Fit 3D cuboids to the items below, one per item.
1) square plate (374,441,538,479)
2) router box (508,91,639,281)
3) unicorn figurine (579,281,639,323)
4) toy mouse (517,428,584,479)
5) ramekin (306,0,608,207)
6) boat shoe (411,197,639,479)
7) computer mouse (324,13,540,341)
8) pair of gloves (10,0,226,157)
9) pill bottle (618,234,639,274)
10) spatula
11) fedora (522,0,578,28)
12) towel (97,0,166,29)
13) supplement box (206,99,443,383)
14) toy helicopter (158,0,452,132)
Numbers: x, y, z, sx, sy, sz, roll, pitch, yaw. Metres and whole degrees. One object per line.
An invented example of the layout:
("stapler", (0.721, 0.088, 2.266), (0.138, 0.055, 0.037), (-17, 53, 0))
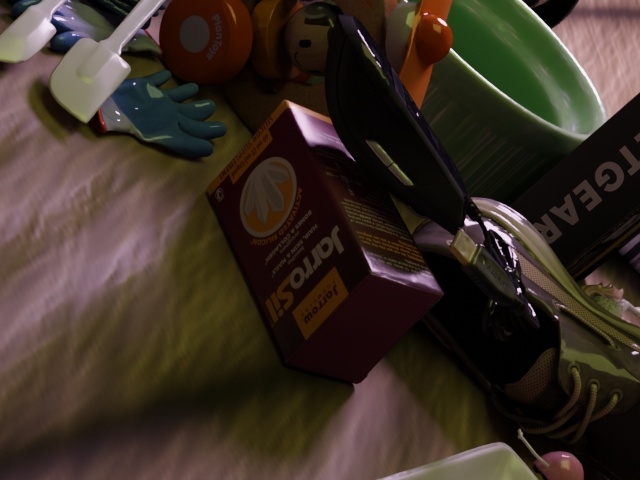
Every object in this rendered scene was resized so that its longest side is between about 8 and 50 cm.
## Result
("square plate", (0.137, 0.294, 1.077), (0.347, 0.049, 0.344), (52, 26, 19))
("router box", (0.297, -0.067, 1.583), (0.081, 0.309, 0.243), (52, 25, 10))
("unicorn figurine", (0.294, 0.098, 1.628), (0.111, 0.060, 0.162), (17, 19, -43))
("toy mouse", (0.207, 0.205, 1.274), (0.161, 0.031, 0.143), (50, 0, 18))
("ramekin", (0.119, -0.155, 1.651), (0.303, 0.148, 0.303), (33, 26, -19))
("boat shoe", (0.195, 0.115, 1.388), (0.355, 0.132, 0.130), (41, 33, 17))
("computer mouse", (0.070, -0.035, 1.244), (0.262, 0.060, 0.184), (54, 11, -20))
("pair of gloves", (-0.163, -0.144, 1.367), (0.159, 0.023, 0.198), (2, 47, -56))
("pill bottle", (0.415, -0.002, 1.839), (0.265, 0.153, 0.153), (46, 25, 6))
("spatula", (-0.203, -0.201, 1.335), (0.168, 0.019, 0.242), (32, 40, -3))
("fedora", (0.152, -0.369, 1.978), (0.152, 0.334, 0.334), (-34, 76, -34))
("towel", (-0.168, -0.220, 1.447), (0.067, 0.029, 0.119), (30, 16, -19))
("supplement box", (0.000, 0.000, 1.279), (0.080, 0.104, 0.188), (18, 34, -42))
("toy helicopter", (0.037, -0.237, 1.413), (0.235, 0.355, 0.140), (35, 19, 28))
